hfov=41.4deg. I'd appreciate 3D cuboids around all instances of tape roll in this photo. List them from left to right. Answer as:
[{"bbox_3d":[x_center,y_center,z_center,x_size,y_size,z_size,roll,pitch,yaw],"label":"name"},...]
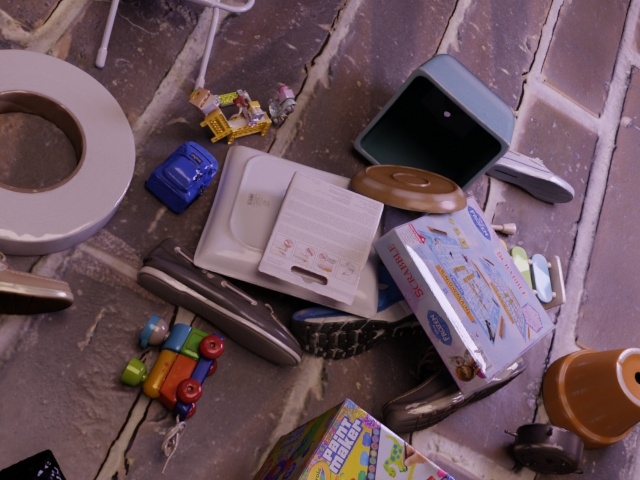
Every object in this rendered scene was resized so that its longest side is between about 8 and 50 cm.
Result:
[{"bbox_3d":[-0.528,-0.160,1.504,0.392,0.072,0.391,11,62,-21],"label":"tape roll"}]

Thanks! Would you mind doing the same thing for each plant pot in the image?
[{"bbox_3d":[0.177,-0.109,1.677,0.237,0.032,0.236,9,20,-3],"label":"plant pot"},{"bbox_3d":[0.268,-0.257,1.839,0.247,0.248,0.252,40,39,-3],"label":"plant pot"},{"bbox_3d":[0.597,0.309,1.740,0.205,0.188,0.205,11,62,-21],"label":"plant pot"}]

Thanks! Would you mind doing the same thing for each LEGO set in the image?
[{"bbox_3d":[-0.187,-0.273,1.684,0.287,0.132,0.107,-7,62,-52],"label":"LEGO set"}]

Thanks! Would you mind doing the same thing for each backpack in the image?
[{"bbox_3d":[-0.250,-0.127,1.603,0.098,0.101,0.120,45,52,-7],"label":"backpack"}]

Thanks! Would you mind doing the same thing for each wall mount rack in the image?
[{"bbox_3d":[-0.319,-0.475,1.730,0.350,0.130,0.304,13,58,-20],"label":"wall mount rack"}]

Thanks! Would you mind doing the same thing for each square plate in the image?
[{"bbox_3d":[-0.037,-0.037,1.614,0.344,0.049,0.347,18,44,-8],"label":"square plate"}]

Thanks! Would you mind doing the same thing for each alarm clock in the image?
[{"bbox_3d":[0.456,0.421,1.662,0.192,0.129,0.064,37,55,-30],"label":"alarm clock"}]

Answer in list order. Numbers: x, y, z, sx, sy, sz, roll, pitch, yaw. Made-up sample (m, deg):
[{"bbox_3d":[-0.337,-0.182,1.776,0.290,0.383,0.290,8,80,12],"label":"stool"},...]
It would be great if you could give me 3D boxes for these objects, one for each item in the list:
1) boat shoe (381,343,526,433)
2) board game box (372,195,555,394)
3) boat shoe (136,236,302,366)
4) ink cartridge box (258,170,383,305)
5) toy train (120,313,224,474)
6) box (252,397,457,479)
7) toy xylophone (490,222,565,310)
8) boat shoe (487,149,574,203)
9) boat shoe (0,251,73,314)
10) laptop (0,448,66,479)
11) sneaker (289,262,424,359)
[{"bbox_3d":[0.243,0.266,1.644,0.356,0.132,0.130,-14,63,-39],"label":"boat shoe"},{"bbox_3d":[0.281,0.090,1.613,0.318,0.066,0.318,-20,77,-51],"label":"board game box"},{"bbox_3d":[-0.164,0.107,1.522,0.335,0.112,0.095,31,61,-5],"label":"boat shoe"},{"bbox_3d":[0.000,0.000,1.539,0.181,0.056,0.224,21,62,-3],"label":"ink cartridge box"},{"bbox_3d":[-0.271,0.247,1.415,0.144,0.105,0.248,25,57,0],"label":"toy train"},{"bbox_3d":[0.053,0.432,1.359,0.279,0.290,0.177,38,57,-4],"label":"box"},{"bbox_3d":[0.367,0.050,1.822,0.323,0.081,0.236,1,65,-25],"label":"toy xylophone"},{"bbox_3d":[0.498,-0.163,1.986,0.226,0.083,0.075,23,59,-13],"label":"boat shoe"},{"bbox_3d":[-0.551,0.051,1.370,0.303,0.109,0.098,10,63,-15],"label":"boat shoe"},{"bbox_3d":[-0.481,0.478,1.249,0.264,0.137,0.234,-17,73,-58],"label":"laptop"},{"bbox_3d":[0.084,0.125,1.642,0.330,0.129,0.147,-10,52,-27],"label":"sneaker"}]
